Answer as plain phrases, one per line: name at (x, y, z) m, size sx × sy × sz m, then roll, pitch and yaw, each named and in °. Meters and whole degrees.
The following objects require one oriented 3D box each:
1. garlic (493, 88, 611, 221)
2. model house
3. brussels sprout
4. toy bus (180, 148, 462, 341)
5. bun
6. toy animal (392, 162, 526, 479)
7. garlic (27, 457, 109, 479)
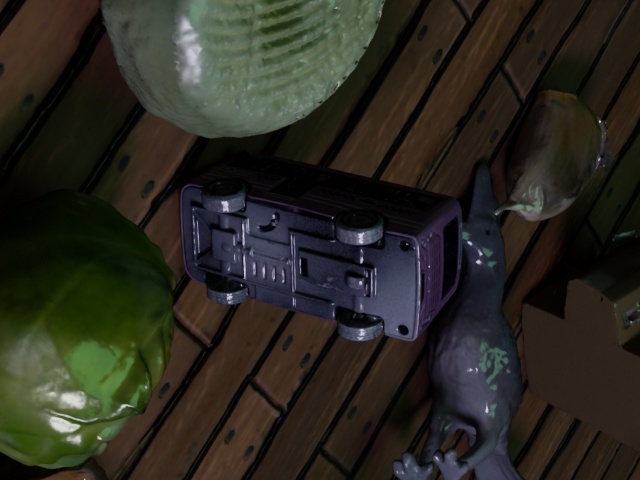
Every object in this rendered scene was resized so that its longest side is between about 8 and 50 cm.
garlic at (0.190, -0.061, 1.358) m, size 0.084 × 0.066 × 0.152 m, roll 37°, pitch 67°, yaw -25°
model house at (0.330, 0.054, 1.480) m, size 0.248 × 0.181 × 0.176 m, roll -31°, pitch 130°, yaw -33°
brussels sprout at (-0.161, 0.048, 0.913) m, size 0.122 × 0.151 × 0.149 m, roll 40°, pitch 101°, yaw -23°
toy bus at (0.000, 0.000, 1.050) m, size 0.098 × 0.178 × 0.086 m, roll -41°, pitch 138°, yaw -50°
bun at (-0.050, -0.160, 0.951) m, size 0.195 × 0.118 × 0.195 m, roll -26°, pitch 130°, yaw -36°
toy animal at (0.128, 0.141, 1.348) m, size 0.206 × 0.081 × 0.367 m, roll -54°, pitch 143°, yaw -49°
garlic at (-0.176, 0.228, 1.000) m, size 0.115 × 0.128 × 0.206 m, roll -6°, pitch 100°, yaw -3°
